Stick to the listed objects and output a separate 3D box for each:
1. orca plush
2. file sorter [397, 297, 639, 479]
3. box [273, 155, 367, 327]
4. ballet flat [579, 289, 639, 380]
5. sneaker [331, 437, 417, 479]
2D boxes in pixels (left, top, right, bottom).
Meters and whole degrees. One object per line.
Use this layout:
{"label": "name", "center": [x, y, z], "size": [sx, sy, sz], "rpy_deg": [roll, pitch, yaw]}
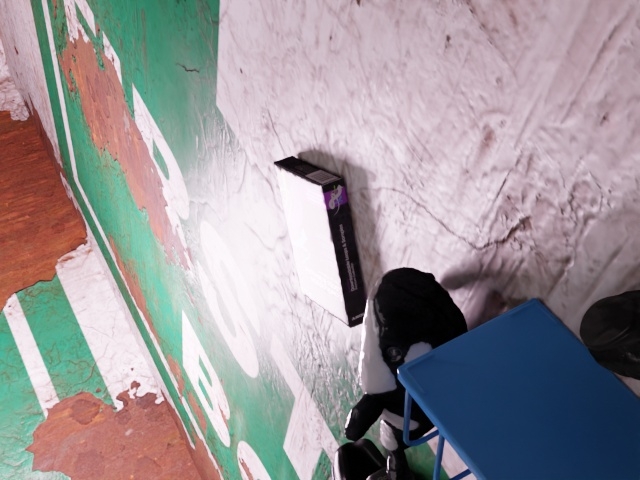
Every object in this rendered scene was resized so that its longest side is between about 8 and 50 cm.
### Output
{"label": "orca plush", "center": [0.094, 0.132, 0.684], "size": [0.102, 0.151, 0.287], "rpy_deg": [21, 134, 20]}
{"label": "file sorter", "center": [0.145, 0.148, 0.551], "size": [0.170, 0.118, 0.104], "rpy_deg": [51, 155, 38]}
{"label": "box", "center": [0.000, 0.000, 0.874], "size": [0.116, 0.029, 0.162], "rpy_deg": [30, 137, 58]}
{"label": "ballet flat", "center": [0.207, 0.049, 0.429], "size": [0.173, 0.049, 0.057], "rpy_deg": [-8, 60, 67]}
{"label": "sneaker", "center": [0.082, 0.310, 0.871], "size": [0.283, 0.107, 0.124], "rpy_deg": [28, 128, 59]}
